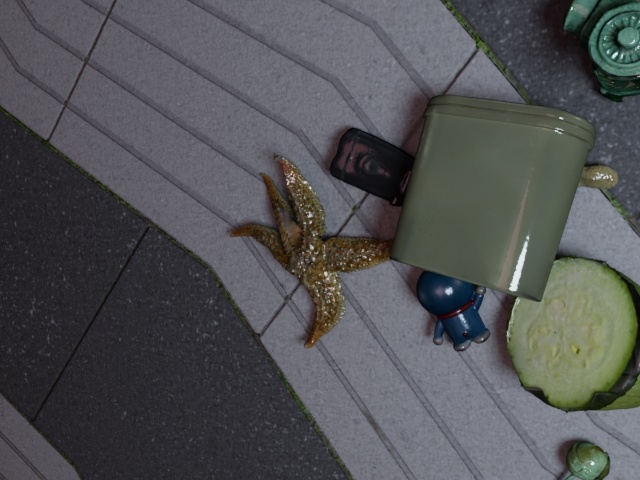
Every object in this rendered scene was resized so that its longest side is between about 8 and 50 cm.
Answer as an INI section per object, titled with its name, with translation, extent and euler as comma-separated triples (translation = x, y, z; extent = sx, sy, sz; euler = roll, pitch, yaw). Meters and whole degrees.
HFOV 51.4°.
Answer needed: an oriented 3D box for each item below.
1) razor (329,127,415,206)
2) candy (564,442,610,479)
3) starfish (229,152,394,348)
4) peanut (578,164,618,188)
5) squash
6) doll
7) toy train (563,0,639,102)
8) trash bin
[razor]
translation = 0.091, -0.118, 1.077
extent = 0.148, 0.054, 0.090
euler = 29, 110, 22
[candy]
translation = 0.363, 0.380, 1.013
extent = 0.061, 0.061, 0.203
euler = 39, 122, 18
[starfish]
translation = -0.023, -0.013, 1.142
extent = 0.293, 0.084, 0.301
euler = 49, 121, 13
[peanut]
translation = 0.374, -0.089, 0.937
extent = 0.083, 0.037, 0.037
euler = -3, 96, 27
[squash]
translation = 0.376, 0.128, 0.927
extent = 0.220, 0.133, 0.220
euler = -8, 80, 54
[doll]
translation = 0.204, 0.095, 1.036
extent = 0.114, 0.085, 0.152
euler = -29, 94, 15
[toy train]
translation = 0.501, -0.239, 0.780
extent = 0.397, 0.160, 0.253
euler = 37, 105, 21
[trash bin]
translation = 0.232, -0.061, 0.931
extent = 0.243, 0.121, 0.248
euler = 15, 89, 34
